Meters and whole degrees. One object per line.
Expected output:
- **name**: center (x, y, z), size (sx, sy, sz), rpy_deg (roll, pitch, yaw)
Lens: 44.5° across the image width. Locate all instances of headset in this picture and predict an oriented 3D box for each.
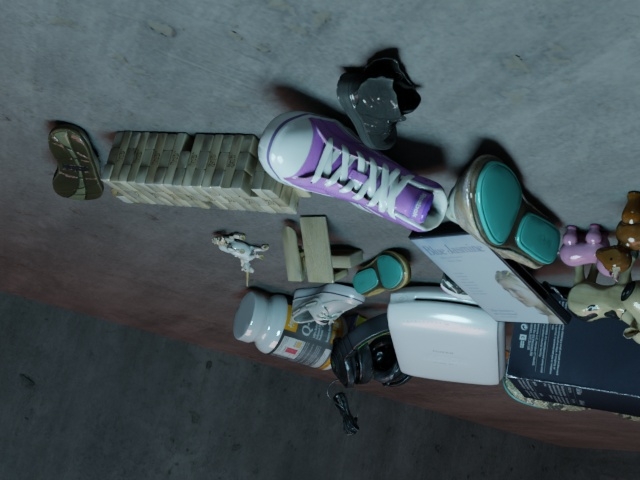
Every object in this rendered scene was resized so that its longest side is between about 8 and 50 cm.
- **headset**: center (0.138, 0.334, 2.004), size (0.243, 0.185, 0.394), rpy_deg (5, 138, -32)

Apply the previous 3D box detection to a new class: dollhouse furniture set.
- **dollhouse furniture set**: center (0.000, 0.000, 1.506), size (0.144, 0.123, 0.151), rpy_deg (0, -166, 36)

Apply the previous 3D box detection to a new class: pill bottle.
- **pill bottle**: center (-0.080, 0.237, 2.084), size (0.278, 0.162, 0.162), rpy_deg (20, 161, -25)

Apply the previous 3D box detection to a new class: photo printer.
- **photo printer**: center (0.282, 0.208, 1.737), size (0.256, 0.107, 0.307), rpy_deg (5, 147, 16)

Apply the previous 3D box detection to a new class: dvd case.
- **dvd case**: center (0.287, 0.061, 1.336), size (0.253, 0.022, 0.180), rpy_deg (42, 159, -21)

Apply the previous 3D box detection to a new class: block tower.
- **block tower**: center (-0.179, -0.106, 1.195), size (0.335, 0.091, 0.097), rpy_deg (4, 160, 26)

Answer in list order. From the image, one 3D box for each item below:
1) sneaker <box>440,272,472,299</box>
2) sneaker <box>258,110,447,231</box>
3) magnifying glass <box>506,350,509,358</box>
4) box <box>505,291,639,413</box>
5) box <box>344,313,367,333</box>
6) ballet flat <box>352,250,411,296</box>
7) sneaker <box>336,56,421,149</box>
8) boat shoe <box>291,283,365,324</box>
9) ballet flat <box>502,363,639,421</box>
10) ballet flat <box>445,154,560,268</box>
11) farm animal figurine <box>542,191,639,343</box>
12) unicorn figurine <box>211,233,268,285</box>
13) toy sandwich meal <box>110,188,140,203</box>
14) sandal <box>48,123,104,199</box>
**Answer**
- **sneaker**: center (0.314, 0.068, 1.452), size (0.178, 0.072, 0.077), rpy_deg (5, 152, -4)
- **sneaker**: center (0.061, -0.084, 1.006), size (0.282, 0.102, 0.161), rpy_deg (15, -170, -45)
- **magnifying glass**: center (0.470, 0.334, 2.230), size (0.092, 0.026, 0.231), rpy_deg (17, 162, -12)
- **box**: center (0.560, 0.238, 1.572), size (0.312, 0.179, 0.343), rpy_deg (7, 165, 22)
- **box**: center (0.070, 0.268, 2.165), size (0.042, 0.109, 0.178), rpy_deg (23, 161, -17)
- **ballet flat**: center (0.138, 0.062, 1.560), size (0.073, 0.080, 0.232), rpy_deg (-11, 175, -23)
- **sneaker**: center (0.079, -0.154, 0.916), size (0.089, 0.051, 0.170), rpy_deg (8, 159, 31)
- **boat shoe**: center (0.012, 0.162, 1.905), size (0.096, 0.088, 0.267), rpy_deg (25, 159, -33)
- **ballet flat**: center (0.682, 0.340, 1.931), size (0.483, 0.164, 0.182), rpy_deg (15, 142, -25)
- **ballet flat**: center (0.240, -0.034, 1.106), size (0.106, 0.107, 0.316), rpy_deg (17, 168, 38)
- **farm animal figurine**: center (0.505, 0.075, 1.125), size (0.326, 0.172, 0.330), rpy_deg (10, 163, 10)
- **unicorn figurine**: center (-0.167, 0.026, 1.678), size (0.111, 0.060, 0.162), rpy_deg (-7, 138, 49)
- **toy sandwich meal**: center (-0.356, -0.094, 1.469), size (0.085, 0.029, 0.085), rpy_deg (10, 167, 2)
- **sandal**: center (-0.417, -0.137, 1.338), size (0.090, 0.060, 0.219), rpy_deg (8, 149, -2)
